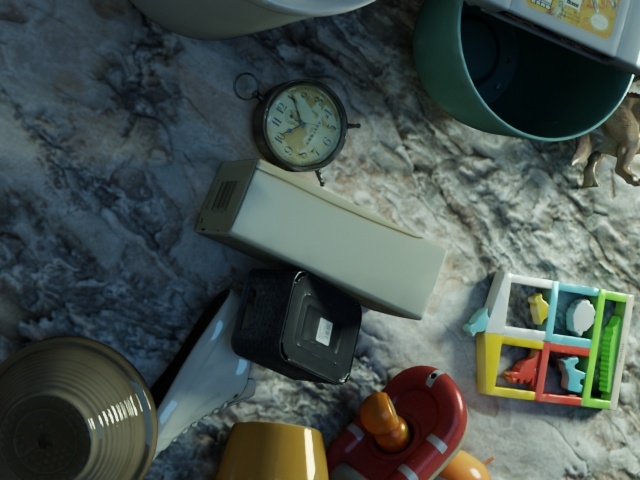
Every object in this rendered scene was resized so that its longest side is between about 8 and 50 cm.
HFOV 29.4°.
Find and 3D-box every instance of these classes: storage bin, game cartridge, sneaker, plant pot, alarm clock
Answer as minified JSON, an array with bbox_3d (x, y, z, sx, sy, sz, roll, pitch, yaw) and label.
[{"bbox_3d":[-0.029,0.119,1.666,0.180,0.084,0.122,32,66,-51],"label":"storage bin"},{"bbox_3d":[0.335,-0.361,1.619,0.297,0.062,0.198,18,89,-23],"label":"game cartridge"},{"bbox_3d":[-0.160,0.215,1.659,0.123,0.106,0.290,40,76,-17],"label":"sneaker"},{"bbox_3d":[0.266,-0.284,1.747,0.293,0.235,0.293,-1,92,-24],"label":"plant pot"},{"bbox_3d":[-0.332,0.243,1.537,0.237,0.110,0.238,0,91,6],"label":"plant pot"},{"bbox_3d":[-0.045,-0.172,1.714,0.192,0.064,0.129,36,79,-22],"label":"alarm clock"},{"bbox_3d":[-0.068,0.350,1.668,0.205,0.205,0.188,13,72,-23],"label":"plant pot"}]

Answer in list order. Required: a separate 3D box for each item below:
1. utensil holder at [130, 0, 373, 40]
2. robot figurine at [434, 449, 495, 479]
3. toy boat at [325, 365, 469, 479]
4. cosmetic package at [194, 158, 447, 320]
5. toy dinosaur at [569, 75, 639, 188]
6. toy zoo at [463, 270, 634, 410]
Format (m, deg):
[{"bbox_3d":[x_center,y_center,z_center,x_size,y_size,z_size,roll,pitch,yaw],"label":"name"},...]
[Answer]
[{"bbox_3d":[-0.083,-0.421,1.513,0.327,0.385,0.328,-1,94,-22],"label":"utensil holder"},{"bbox_3d":[0.175,0.399,1.799,0.128,0.158,0.219,38,76,-49],"label":"robot figurine"},{"bbox_3d":[0.101,0.268,1.732,0.231,0.151,0.151,-44,139,-16],"label":"toy boat"},{"bbox_3d":[0.000,0.000,1.690,0.309,0.160,0.113,24,82,-23],"label":"cosmetic package"},{"bbox_3d":[0.489,-0.191,1.910,0.295,0.127,0.200,-12,97,-18],"label":"toy dinosaur"},{"bbox_3d":[0.353,0.157,1.915,0.293,0.030,0.192,9,89,-23],"label":"toy zoo"}]
